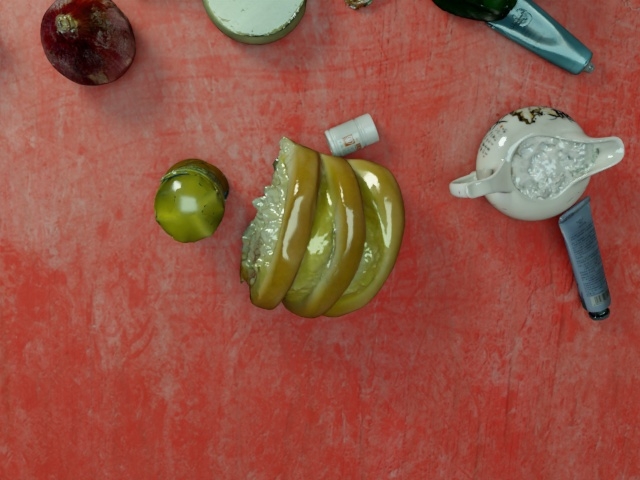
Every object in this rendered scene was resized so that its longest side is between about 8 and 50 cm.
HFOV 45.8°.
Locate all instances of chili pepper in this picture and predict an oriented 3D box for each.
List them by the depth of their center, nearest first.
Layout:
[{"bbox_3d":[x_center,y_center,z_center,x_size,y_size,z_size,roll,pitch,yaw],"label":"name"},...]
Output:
[{"bbox_3d":[0.307,-0.467,1.289,0.261,0.165,0.174,13,93,5],"label":"chili pepper"}]

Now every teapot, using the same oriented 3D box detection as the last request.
[{"bbox_3d":[0.376,-0.129,1.376,0.300,0.166,0.208,-21,115,-10],"label":"teapot"}]

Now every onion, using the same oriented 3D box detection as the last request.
[{"bbox_3d":[-0.390,-0.339,1.251,0.159,0.195,0.159,0,92,-1],"label":"onion"}]

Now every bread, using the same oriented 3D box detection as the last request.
[{"bbox_3d":[0.000,0.000,1.336,0.270,0.211,0.315,20,108,-8],"label":"bread"}]

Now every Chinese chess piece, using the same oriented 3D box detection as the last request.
[{"bbox_3d":[-0.112,-0.435,1.311,0.188,0.083,0.188,0,99,-2],"label":"Chinese chess piece"}]

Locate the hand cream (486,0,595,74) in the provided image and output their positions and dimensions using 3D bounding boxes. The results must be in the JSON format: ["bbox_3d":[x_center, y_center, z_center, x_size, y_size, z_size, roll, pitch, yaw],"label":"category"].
[{"bbox_3d":[0.408,-0.375,1.383,0.224,0.048,0.083,32,98,-5],"label":"hand cream"}]

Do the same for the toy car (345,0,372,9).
[{"bbox_3d":[0.091,-0.464,1.341,0.122,0.035,0.059,-42,105,3],"label":"toy car"}]

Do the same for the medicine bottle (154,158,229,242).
[{"bbox_3d":[-0.221,-0.073,1.296,0.124,0.239,0.124,-1,101,-7],"label":"medicine bottle"}]

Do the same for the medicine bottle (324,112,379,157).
[{"bbox_3d":[0.057,-0.190,1.384,0.089,0.057,0.057,-23,102,0],"label":"medicine bottle"}]

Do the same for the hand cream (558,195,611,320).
[{"bbox_3d":[0.511,0.041,1.444,0.088,0.055,0.256,-32,118,-18],"label":"hand cream"}]
